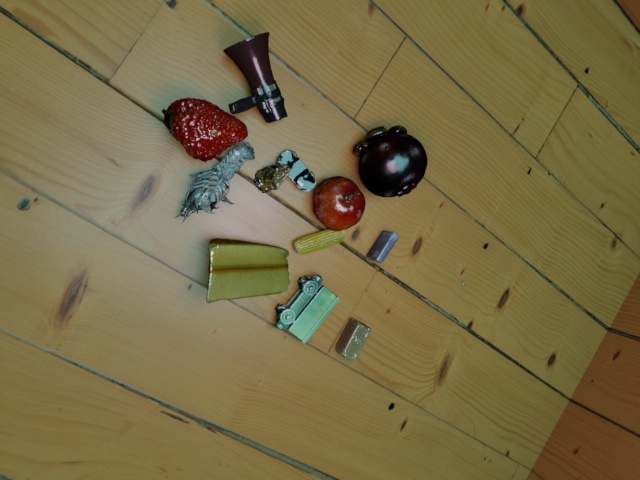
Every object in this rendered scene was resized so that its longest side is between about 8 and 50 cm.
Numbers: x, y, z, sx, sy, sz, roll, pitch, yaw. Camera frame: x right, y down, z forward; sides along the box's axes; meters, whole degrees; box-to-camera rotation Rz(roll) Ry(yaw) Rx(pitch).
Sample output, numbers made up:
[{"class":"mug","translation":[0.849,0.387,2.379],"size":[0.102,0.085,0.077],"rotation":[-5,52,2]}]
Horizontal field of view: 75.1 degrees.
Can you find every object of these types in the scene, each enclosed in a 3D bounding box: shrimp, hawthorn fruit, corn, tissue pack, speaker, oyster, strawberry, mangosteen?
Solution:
[{"class":"shrimp","translation":[-0.418,-0.228,1.673],"size":[0.221,0.166,0.411],"rotation":[48,66,-37]},{"class":"hawthorn fruit","translation":[0.093,-0.166,1.780],"size":[0.241,0.271,0.242],"rotation":[1,87,-22]},{"class":"corn","translation":[0.000,0.000,1.870],"size":[0.248,0.081,0.081],"rotation":[-17,101,-16]},{"class":"tissue pack","translation":[0.291,0.028,1.954],"size":[0.051,0.112,0.156],"rotation":[36,84,-20]},{"class":"speaker","translation":[-0.251,-0.627,1.641],"size":[0.198,0.259,0.330],"rotation":[-13,108,21]},{"class":"oyster","translation":[-0.200,-0.266,1.762],"size":[0.177,0.056,0.105],"rotation":[-17,103,14]},{"class":"strawberry","translation":[-0.440,-0.433,1.579],"size":[0.257,0.261,0.261],"rotation":[-36,106,2]},{"class":"mangosteen","translation":[0.303,-0.361,1.839],"size":[0.306,0.307,0.347],"rotation":[-20,73,-16]}]

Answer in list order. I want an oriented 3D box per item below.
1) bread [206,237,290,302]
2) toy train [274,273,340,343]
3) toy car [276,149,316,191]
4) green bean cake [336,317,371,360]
[{"class":"bread","translation":[-0.279,0.121,1.712],"size":[0.361,0.245,0.233],"rotation":[3,94,-15]},{"class":"toy train","translation":[-0.066,0.300,1.861],"size":[0.202,0.120,0.301],"rotation":[42,83,-20]},{"class":"toy car","translation":[-0.104,-0.301,1.813],"size":[0.095,0.056,0.205],"rotation":[-44,105,-7]},{"class":"green bean cake","translation":[0.152,0.463,1.958],"size":[0.085,0.109,0.179],"rotation":[30,87,-19]}]
